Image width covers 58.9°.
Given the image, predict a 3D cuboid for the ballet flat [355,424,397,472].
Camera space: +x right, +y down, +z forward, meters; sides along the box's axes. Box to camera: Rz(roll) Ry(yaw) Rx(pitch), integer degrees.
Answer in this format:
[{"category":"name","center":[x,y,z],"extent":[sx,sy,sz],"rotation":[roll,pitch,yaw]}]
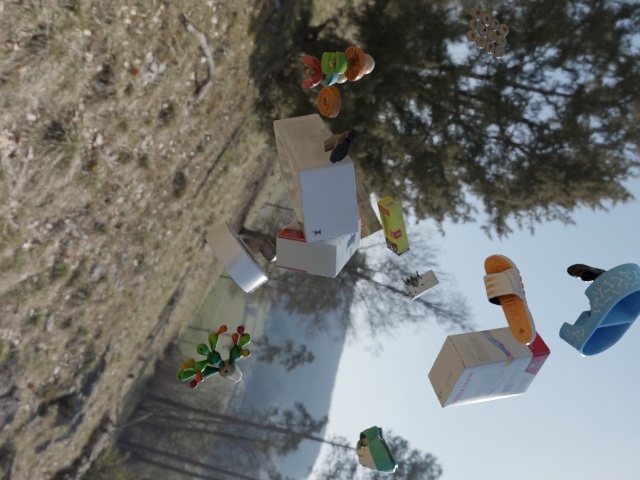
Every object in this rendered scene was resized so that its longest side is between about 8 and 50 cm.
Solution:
[{"category":"ballet flat","center":[0.133,0.529,1.412],"extent":[0.247,0.087,0.083],"rotation":[94,-26,-86]}]

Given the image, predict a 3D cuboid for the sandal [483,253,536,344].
[{"category":"sandal","center":[0.516,0.161,1.570],"extent":[0.102,0.076,0.265],"rotation":[-39,-118,48]}]

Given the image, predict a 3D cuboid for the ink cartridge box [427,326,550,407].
[{"category":"ink cartridge box","center":[0.520,0.389,1.763],"extent":[0.131,0.306,0.226],"rotation":[-111,-156,-44]}]

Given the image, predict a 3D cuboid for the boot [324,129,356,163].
[{"category":"boot","center":[0.032,-0.232,1.431],"extent":[0.106,0.037,0.114],"rotation":[-52,-154,-18]}]

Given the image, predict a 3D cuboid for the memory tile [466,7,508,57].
[{"category":"memory tile","center":[0.508,-0.628,1.716],"extent":[0.012,0.148,0.113],"rotation":[2,-105,64]}]

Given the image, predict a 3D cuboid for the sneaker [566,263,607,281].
[{"category":"sneaker","center":[0.885,0.109,1.888],"extent":[0.170,0.089,0.051],"rotation":[10,-81,53]}]

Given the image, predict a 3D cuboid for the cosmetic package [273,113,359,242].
[{"category":"cosmetic package","center":[-0.023,-0.209,1.740],"extent":[0.453,0.161,0.230],"rotation":[-113,-166,-58]}]

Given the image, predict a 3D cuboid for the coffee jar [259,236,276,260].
[{"category":"coffee jar","center":[-0.153,0.035,2.310],"extent":[0.184,0.096,0.079],"rotation":[1,131,-50]}]

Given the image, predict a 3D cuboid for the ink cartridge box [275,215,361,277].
[{"category":"ink cartridge box","center":[0.000,0.000,1.816],"extent":[0.273,0.197,0.114],"rotation":[-46,142,-62]}]

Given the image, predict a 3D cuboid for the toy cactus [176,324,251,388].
[{"category":"toy cactus","center":[-0.256,0.320,1.472],"extent":[0.112,0.219,0.180],"rotation":[46,-6,45]}]

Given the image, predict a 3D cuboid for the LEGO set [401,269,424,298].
[{"category":"LEGO set","center":[0.222,0.110,1.367],"extent":[0.023,0.054,0.083],"rotation":[-55,143,-53]}]

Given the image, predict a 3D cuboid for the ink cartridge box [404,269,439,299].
[{"category":"ink cartridge box","center":[0.381,0.172,2.150],"extent":[0.062,0.104,0.181],"rotation":[61,-3,12]}]

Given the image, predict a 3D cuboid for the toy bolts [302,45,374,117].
[{"category":"toy bolts","center":[0.060,-0.510,1.820],"extent":[0.228,0.158,0.218],"rotation":[30,-58,53]}]

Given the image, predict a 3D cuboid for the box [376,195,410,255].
[{"category":"box","center":[0.283,-0.054,2.190],"extent":[0.087,0.058,0.232],"rotation":[40,-26,47]}]

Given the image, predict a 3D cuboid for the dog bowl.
[{"category":"dog bowl","center":[0.745,0.191,1.472],"extent":[0.074,0.165,0.297],"rotation":[-115,-151,-43]}]

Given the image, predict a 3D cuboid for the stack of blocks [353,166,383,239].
[{"category":"stack of blocks","center":[0.099,-0.141,2.217],"extent":[0.171,0.297,0.087],"rotation":[-24,-178,45]}]

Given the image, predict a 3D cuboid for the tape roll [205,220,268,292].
[{"category":"tape roll","center":[-0.327,0.065,2.227],"extent":[0.100,0.286,0.286],"rotation":[-37,178,-3]}]
